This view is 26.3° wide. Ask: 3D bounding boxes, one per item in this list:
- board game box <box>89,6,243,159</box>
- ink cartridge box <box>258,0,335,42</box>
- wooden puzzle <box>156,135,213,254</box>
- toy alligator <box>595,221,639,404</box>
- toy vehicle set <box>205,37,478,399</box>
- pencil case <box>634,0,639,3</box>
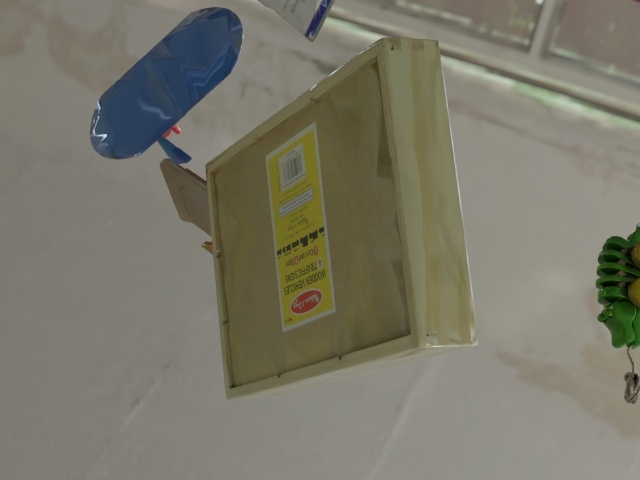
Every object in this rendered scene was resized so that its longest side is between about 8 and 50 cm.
[{"bbox_3d":[-0.124,-0.127,1.186,0.033,0.169,0.133,45,-175,-36],"label":"board game box"},{"bbox_3d":[-0.063,-0.286,0.925,0.333,0.165,0.065,44,-151,27],"label":"ink cartridge box"},{"bbox_3d":[-0.082,-0.024,1.002,0.079,0.116,0.014,33,-117,29],"label":"wooden puzzle"},{"bbox_3d":[0.282,0.059,1.290,0.051,0.056,0.189,18,-117,-13],"label":"toy alligator"},{"bbox_3d":[0.000,0.000,0.823,0.035,0.165,0.267,-1,169,-26],"label":"toy vehicle set"},{"bbox_3d":[0.258,-0.278,1.012,0.098,0.209,0.095,25,169,36],"label":"pencil case"}]
